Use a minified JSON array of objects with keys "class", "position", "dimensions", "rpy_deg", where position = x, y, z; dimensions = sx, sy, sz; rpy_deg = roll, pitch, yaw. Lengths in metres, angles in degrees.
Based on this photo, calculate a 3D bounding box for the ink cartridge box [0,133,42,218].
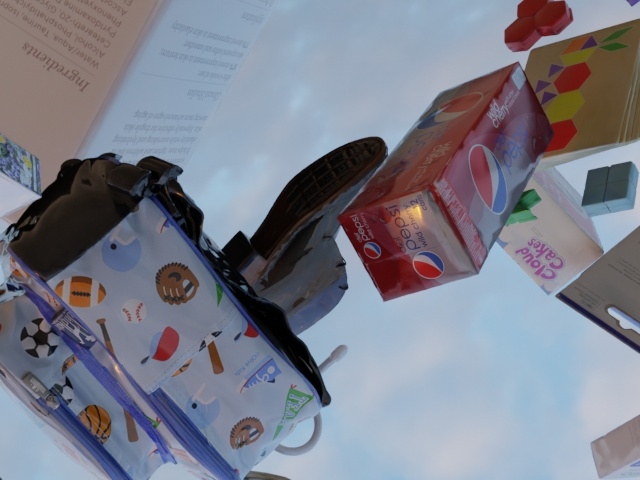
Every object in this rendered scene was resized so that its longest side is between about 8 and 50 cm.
[{"class":"ink cartridge box","position":[-0.201,-0.044,0.561],"dimensions":[0.062,0.115,0.029],"rpy_deg":[-24,-124,19]}]

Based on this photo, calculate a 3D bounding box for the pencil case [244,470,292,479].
[{"class":"pencil case","position":[-0.141,0.495,1.515],"dimensions":[0.410,0.159,0.183],"rpy_deg":[-61,-162,19]}]

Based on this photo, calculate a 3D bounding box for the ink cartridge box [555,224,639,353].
[{"class":"ink cartridge box","position":[0.432,0.033,1.270],"dimensions":[0.332,0.065,0.165],"rpy_deg":[-33,-128,-24]}]

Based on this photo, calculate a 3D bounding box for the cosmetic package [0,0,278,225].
[{"class":"cosmetic package","position":[-0.297,-0.255,1.343],"dimensions":[0.394,0.327,0.329],"rpy_deg":[-59,170,11]}]

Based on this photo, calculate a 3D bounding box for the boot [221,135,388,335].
[{"class":"boot","position":[0.000,0.000,1.079],"dimensions":[0.219,0.106,0.082],"rpy_deg":[-40,-149,9]}]

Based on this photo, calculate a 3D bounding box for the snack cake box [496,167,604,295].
[{"class":"snack cake box","position":[0.266,-0.047,1.427],"dimensions":[0.089,0.152,0.264],"rpy_deg":[-41,-174,16]}]

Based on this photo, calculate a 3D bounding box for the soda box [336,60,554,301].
[{"class":"soda box","position":[0.114,-0.057,0.953],"dimensions":[0.092,0.083,0.263],"rpy_deg":[-18,-161,33]}]

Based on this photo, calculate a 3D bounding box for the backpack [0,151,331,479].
[{"class":"backpack","position":[-0.132,0.076,0.856],"dimensions":[0.213,0.263,0.276],"rpy_deg":[-49,-164,-7]}]

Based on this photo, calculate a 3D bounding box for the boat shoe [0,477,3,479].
[{"class":"boat shoe","position":[-0.287,0.189,0.843],"dimensions":[0.223,0.073,0.080],"rpy_deg":[27,-142,15]}]

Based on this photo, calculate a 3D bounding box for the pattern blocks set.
[{"class":"pattern blocks set","position":[0.263,-0.148,1.141],"dimensions":[0.285,0.026,0.325],"rpy_deg":[-2,-127,46]}]

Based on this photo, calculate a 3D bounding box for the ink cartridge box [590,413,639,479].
[{"class":"ink cartridge box","position":[0.522,0.233,1.465],"dimensions":[0.371,0.175,0.069],"rpy_deg":[127,-41,-59]}]

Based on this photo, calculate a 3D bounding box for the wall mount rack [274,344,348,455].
[{"class":"wall mount rack","position":[-0.129,0.164,1.556],"dimensions":[0.304,0.350,0.130],"rpy_deg":[-39,175,-43]}]
